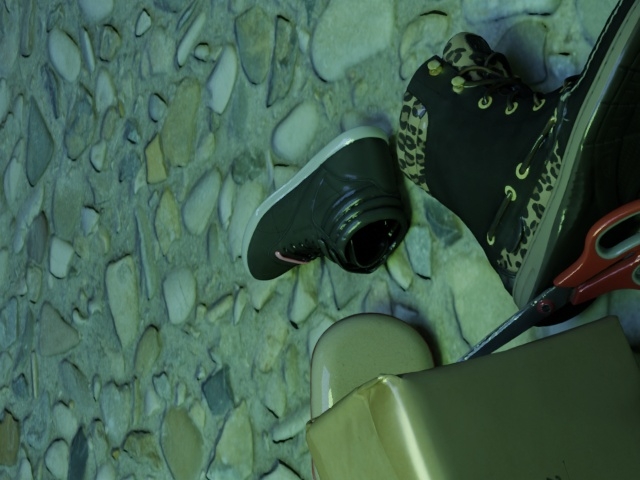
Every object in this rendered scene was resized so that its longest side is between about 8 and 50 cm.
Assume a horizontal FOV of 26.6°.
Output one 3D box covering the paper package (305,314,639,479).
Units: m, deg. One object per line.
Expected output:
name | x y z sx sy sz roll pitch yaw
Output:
paper package | 0.189 0.262 1.238 0.168 0.309 0.325 -37 70 50

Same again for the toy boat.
toy boat | 0.058 0.202 1.616 0.151 0.151 0.231 152 117 -82

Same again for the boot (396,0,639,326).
boot | 0.222 -0.136 1.390 0.284 0.138 0.377 48 134 43

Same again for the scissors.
scissors | 0.230 0.045 1.321 0.297 0.109 0.021 -24 29 21

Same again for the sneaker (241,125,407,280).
sneaker | 0.000 0.000 1.703 0.296 0.104 0.147 -46 48 37
